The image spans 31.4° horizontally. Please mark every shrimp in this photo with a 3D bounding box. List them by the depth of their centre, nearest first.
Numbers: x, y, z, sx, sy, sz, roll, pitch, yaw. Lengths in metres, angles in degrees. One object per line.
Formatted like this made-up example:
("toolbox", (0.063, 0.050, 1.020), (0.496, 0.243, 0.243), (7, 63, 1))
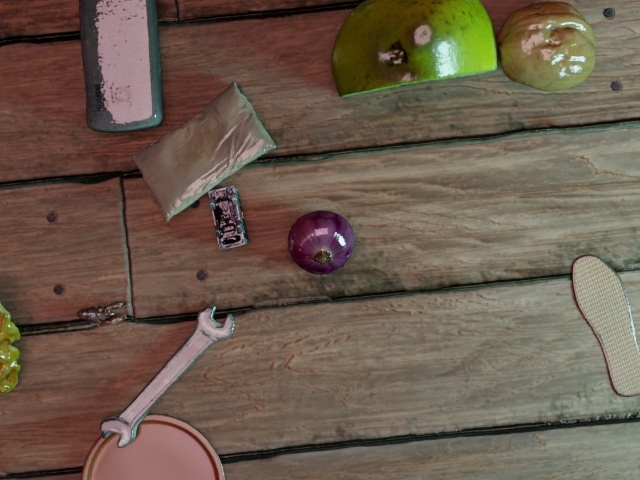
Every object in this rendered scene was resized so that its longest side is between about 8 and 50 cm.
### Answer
("shrimp", (-0.370, 0.128, 1.951), (0.092, 0.029, 0.038), (-12, 88, -1))

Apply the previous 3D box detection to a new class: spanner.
("spanner", (-0.259, 0.232, 1.942), (0.071, 0.017, 0.302), (41, 86, 2))

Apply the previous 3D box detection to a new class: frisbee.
("frisbee", (-0.287, 0.421, 1.950), (0.250, 0.021, 0.251), (0, 91, 3))

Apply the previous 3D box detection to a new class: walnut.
("walnut", (0.371, -0.317, 1.869), (0.166, 0.149, 0.167), (5, 57, -8))

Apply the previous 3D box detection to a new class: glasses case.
("glasses case", (-0.340, -0.345, 1.930), (0.131, 0.074, 0.323), (-4, 90, 4))

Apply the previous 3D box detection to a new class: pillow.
("pillow", (-0.199, -0.150, 1.924), (0.229, 0.050, 0.148), (-35, 63, 5))

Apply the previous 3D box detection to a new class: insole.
("insole", (0.493, 0.143, 1.925), (0.086, 0.005, 0.253), (-21, 89, 3))

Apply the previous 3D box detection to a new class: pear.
("pear", (0.145, -0.326, 1.827), (0.292, 0.292, 0.159), (-9, 99, 2))

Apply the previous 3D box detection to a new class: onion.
("onion", (0.000, 0.000, 1.908), (0.115, 0.104, 0.115), (-8, 132, -9))

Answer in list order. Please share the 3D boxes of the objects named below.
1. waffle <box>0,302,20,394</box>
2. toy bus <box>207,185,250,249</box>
("waffle", (-0.661, 0.179, 1.877), (0.325, 0.068, 0.302), (-8, 123, -7))
("toy bus", (-0.155, -0.036, 1.928), (0.052, 0.058, 0.102), (-12, 84, 7))
